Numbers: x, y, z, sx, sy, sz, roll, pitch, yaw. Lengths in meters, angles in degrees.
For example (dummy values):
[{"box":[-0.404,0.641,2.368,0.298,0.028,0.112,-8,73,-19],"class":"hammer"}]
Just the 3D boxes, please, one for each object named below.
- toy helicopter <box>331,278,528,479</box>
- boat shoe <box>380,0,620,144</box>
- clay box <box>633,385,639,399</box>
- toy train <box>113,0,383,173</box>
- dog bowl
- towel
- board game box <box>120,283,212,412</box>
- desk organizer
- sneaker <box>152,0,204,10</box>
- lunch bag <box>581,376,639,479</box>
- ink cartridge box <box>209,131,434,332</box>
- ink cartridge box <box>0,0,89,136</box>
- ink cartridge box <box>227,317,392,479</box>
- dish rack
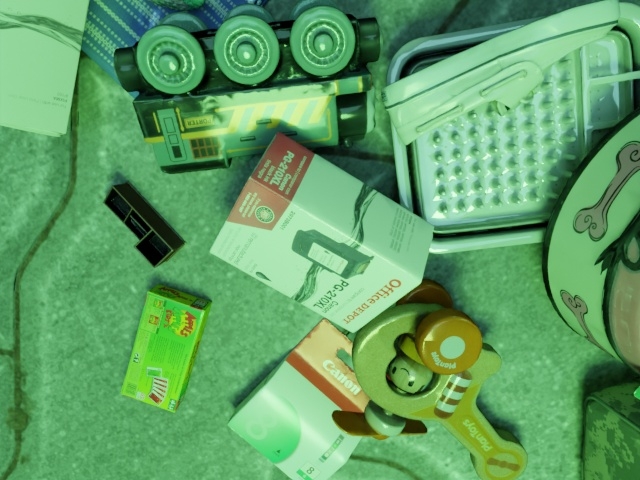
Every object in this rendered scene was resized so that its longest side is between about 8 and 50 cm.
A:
[{"box":[0.175,0.248,0.709,0.235,0.140,0.355,-39,106,6],"class":"toy helicopter"},{"box":[0.208,-0.189,0.563,0.267,0.096,0.088,-20,103,10],"class":"boat shoe"},{"box":[0.463,0.128,0.509,0.127,0.053,0.222,31,110,-18],"class":"clay box"},{"box":[-0.084,-0.196,0.624,0.333,0.142,0.190,-8,124,-2],"class":"toy train"},{"box":[0.495,0.016,0.568,0.407,0.150,0.408,-2,117,-3],"class":"dog bowl"},{"box":[-0.203,-0.364,0.656,0.243,0.040,0.336,43,102,-4],"class":"towel"},{"box":[-0.244,0.170,0.765,0.092,0.043,0.181,19,103,0],"class":"board game box"},{"box":[-0.269,-0.024,0.723,0.047,0.050,0.130,-41,96,11],"class":"desk organizer"},{"box":[-0.224,-0.352,0.618,0.166,0.065,0.076,20,99,2],"class":"sneaker"},{"box":[0.536,0.337,0.666,0.255,0.212,0.305,-12,102,-11],"class":"lunch bag"},{"box":[0.000,0.000,0.634,0.237,0.100,0.172,30,139,-9],"class":"ink cartridge box"},{"box":[-0.395,-0.297,0.602,0.207,0.117,0.283,25,105,31],"class":"ink cartridge box"},{"box":[-0.006,0.264,0.763,0.181,0.056,0.225,42,103,-5],"class":"ink cartridge box"},{"box":[0.263,-0.139,0.649,0.332,0.072,0.286,-7,102,6],"class":"dish rack"}]
